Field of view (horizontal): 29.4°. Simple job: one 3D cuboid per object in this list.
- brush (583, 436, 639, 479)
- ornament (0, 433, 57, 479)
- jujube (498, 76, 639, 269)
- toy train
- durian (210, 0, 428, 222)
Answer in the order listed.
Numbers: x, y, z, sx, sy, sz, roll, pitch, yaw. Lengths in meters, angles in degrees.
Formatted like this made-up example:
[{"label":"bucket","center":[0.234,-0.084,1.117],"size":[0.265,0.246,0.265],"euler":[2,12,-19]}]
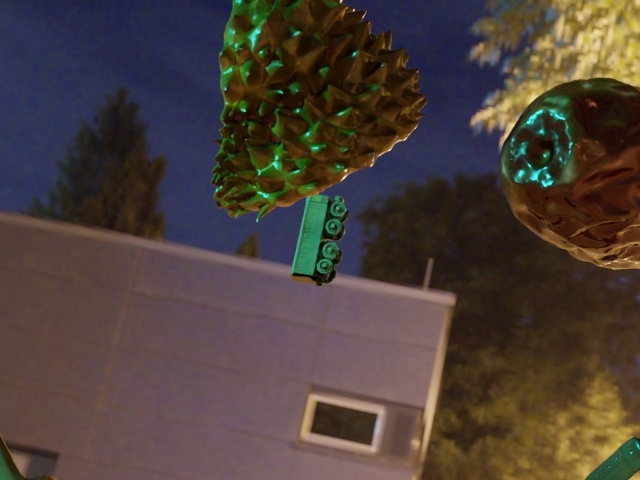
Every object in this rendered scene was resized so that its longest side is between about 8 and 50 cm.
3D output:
[{"label":"brush","center":[0.277,0.270,1.298],"size":[0.028,0.034,0.190],"euler":[8,-43,-34]},{"label":"ornament","center":[-0.239,0.255,0.988],"size":[0.061,0.245,0.230],"euler":[-2,-39,-48]},{"label":"jujube","center":[0.275,-0.062,1.156],"size":[0.174,0.174,0.250],"euler":[-1,-12,44]},{"label":"toy train","center":[0.000,0.000,1.857],"size":[0.071,0.148,0.038],"euler":[6,-20,16]},{"label":"durian","center":[-0.008,-0.101,0.851],"size":[0.182,0.165,0.132],"euler":[-16,-31,-48]}]
